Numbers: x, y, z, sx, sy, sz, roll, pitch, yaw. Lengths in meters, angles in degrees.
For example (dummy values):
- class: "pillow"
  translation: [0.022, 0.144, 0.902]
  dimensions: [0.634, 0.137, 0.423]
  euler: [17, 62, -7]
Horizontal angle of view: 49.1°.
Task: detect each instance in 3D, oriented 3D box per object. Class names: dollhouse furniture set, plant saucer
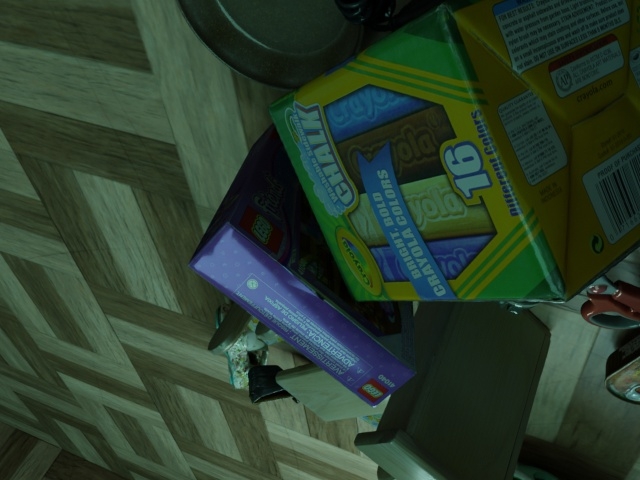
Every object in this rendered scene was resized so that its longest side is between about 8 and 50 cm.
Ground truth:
- class: "dollhouse furniture set"
  translation: [0.071, 0.214, 0.922]
  dimensions: [0.362, 0.256, 0.394]
  euler: [42, 143, -17]
- class: "plant saucer"
  translation: [-0.046, -0.228, 0.641]
  dimensions: [0.198, 0.036, 0.199]
  euler: [20, 144, 15]

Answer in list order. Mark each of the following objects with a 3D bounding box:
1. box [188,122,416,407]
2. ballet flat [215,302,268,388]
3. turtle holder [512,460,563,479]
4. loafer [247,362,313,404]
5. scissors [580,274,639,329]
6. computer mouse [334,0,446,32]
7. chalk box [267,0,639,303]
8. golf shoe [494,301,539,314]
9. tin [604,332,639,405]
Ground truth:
- class: "box"
  translation: [0.000, 0.000, 0.685]
  dimensions: [0.201, 0.293, 0.057]
  euler: [40, 113, -13]
- class: "ballet flat"
  translation: [-0.128, 0.176, 1.190]
  dimensions: [0.077, 0.091, 0.241]
  euler: [-5, 146, -4]
- class: "turtle holder"
  translation: [0.321, 0.483, 1.048]
  dimensions: [0.243, 0.320, 0.227]
  euler: [-23, 128, 8]
- class: "loafer"
  translation: [-0.037, 0.245, 1.170]
  dimensions: [0.170, 0.061, 0.062]
  euler: [-4, 141, 3]
- class: "scissors"
  translation: [0.260, 0.050, 0.667]
  dimensions: [0.297, 0.021, 0.109]
  euler: [15, 153, -39]
- class: "computer mouse"
  translation: [0.072, -0.245, 0.434]
  dimensions: [0.262, 0.060, 0.184]
  euler: [-18, 87, 47]
- class: "chalk box"
  translation: [0.095, -0.069, 0.531]
  dimensions: [0.289, 0.180, 0.179]
  euler: [-7, 109, 60]
- class: "golf shoe"
  translation: [0.135, -0.044, 0.715]
  dimensions: [0.272, 0.105, 0.120]
  euler: [29, 124, -1]
- class: "tin"
  translation: [0.392, 0.136, 0.771]
  dimensions: [0.106, 0.040, 0.190]
  euler: [21, 148, 1]
